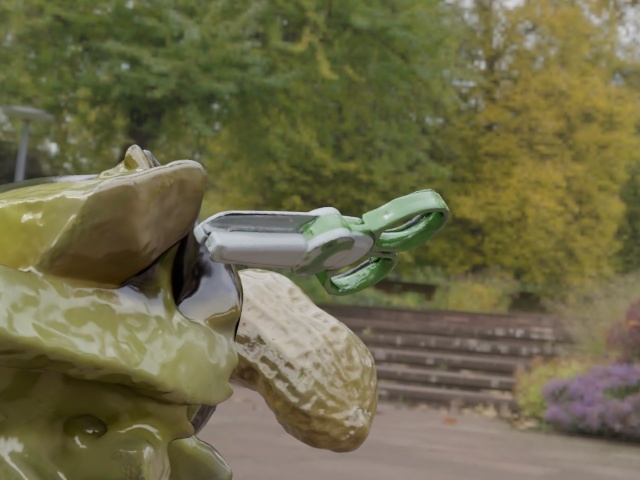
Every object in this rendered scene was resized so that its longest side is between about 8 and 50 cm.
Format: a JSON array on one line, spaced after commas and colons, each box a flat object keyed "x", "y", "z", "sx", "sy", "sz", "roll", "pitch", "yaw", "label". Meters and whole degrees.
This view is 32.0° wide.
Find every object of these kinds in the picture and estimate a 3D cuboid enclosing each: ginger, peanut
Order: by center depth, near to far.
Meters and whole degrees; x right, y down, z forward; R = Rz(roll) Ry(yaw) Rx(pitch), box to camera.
[{"x": -0.235, "y": 0.109, "z": 0.762, "sx": 0.358, "sy": 0.413, "sz": 0.211, "roll": 9, "pitch": 36, "yaw": -1, "label": "ginger"}, {"x": -0.032, "y": 0.122, "z": 1.157, "sx": 0.233, "sy": 0.110, "sz": 0.197, "roll": 37, "pitch": 17, "yaw": 16, "label": "peanut"}]

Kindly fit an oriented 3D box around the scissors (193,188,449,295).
[{"x": 0.000, "y": 0.000, "z": 0.682, "sx": 0.101, "sy": 0.027, "sz": 0.204, "roll": -43, "pitch": -25, "yaw": 26, "label": "scissors"}]
